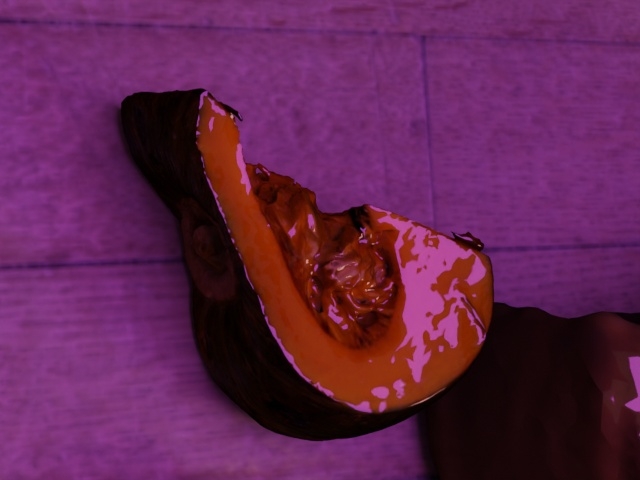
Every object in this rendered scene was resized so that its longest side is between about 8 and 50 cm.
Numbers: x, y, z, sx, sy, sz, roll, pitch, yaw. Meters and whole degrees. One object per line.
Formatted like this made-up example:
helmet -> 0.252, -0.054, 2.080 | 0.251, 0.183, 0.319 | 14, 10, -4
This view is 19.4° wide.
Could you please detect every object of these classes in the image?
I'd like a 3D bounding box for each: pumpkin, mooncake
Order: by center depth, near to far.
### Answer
pumpkin -> 0.001, 0.000, 1.305 | 0.190, 0.139, 0.280 | -24, 100, -26
mooncake -> 0.305, 0.117, 1.416 | 0.393, 0.246, 0.394 | 43, 70, -26
